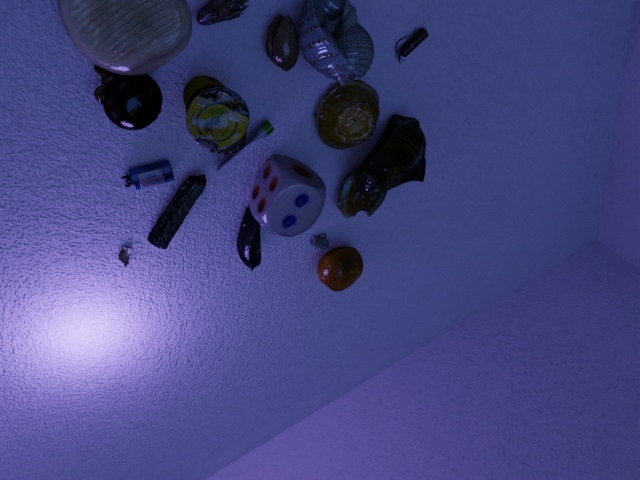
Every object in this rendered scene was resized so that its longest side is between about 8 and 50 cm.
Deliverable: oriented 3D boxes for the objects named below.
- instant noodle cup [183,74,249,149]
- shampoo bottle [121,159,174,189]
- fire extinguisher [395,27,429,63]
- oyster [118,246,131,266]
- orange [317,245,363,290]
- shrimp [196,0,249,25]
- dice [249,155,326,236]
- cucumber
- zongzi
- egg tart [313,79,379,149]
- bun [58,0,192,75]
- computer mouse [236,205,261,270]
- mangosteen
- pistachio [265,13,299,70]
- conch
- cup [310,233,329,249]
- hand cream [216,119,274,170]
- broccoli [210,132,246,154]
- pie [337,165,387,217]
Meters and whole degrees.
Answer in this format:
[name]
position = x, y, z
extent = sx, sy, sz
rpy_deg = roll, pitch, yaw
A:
[instant noodle cup]
position = -0.375, -0.455, 1.594
extent = 0.215, 0.236, 0.216
rpy_deg = -15, 130, -18
[shampoo bottle]
position = -0.648, -0.241, 1.739
extent = 0.182, 0.050, 0.087
rpy_deg = -18, 134, -17
[fire extinguisher]
position = 0.360, -0.795, 1.874
extent = 0.157, 0.045, 0.078
rpy_deg = -42, 106, 7
[oyster]
position = -0.807, 0.066, 1.906
extent = 0.051, 0.034, 0.093
rpy_deg = 2, 114, -49
[orange]
position = 0.096, 0.126, 2.356
extent = 0.249, 0.183, 0.249
rpy_deg = -32, 148, -23
[shrimp]
position = -0.300, -0.767, 1.506
extent = 0.232, 0.079, 0.090
rpy_deg = -32, 96, -6
[dice]
position = -0.138, -0.184, 1.928
extent = 0.243, 0.259, 0.251
rpy_deg = 16, 117, -34
[cucumber]
position = -0.566, -0.127, 1.845
extent = 0.096, 0.096, 0.359
rpy_deg = 22, 111, -39
[zongzi]
position = 0.341, -0.283, 2.103
extent = 0.403, 0.207, 0.432
rpy_deg = -53, 143, -18
[egg tart]
position = 0.131, -0.503, 1.921
extent = 0.314, 0.120, 0.315
rpy_deg = -15, 132, -18
[bun]
position = -0.553, -0.667, 1.353
extent = 0.360, 0.213, 0.361
rpy_deg = -5, 118, -9
[computer mouse]
position = -0.319, -0.006, 2.029
extent = 0.087, 0.168, 0.296
rpy_deg = -8, 126, -21
[mangosteen]
position = -0.629, -0.469, 1.496
extent = 0.230, 0.194, 0.194
rpy_deg = 36, 105, -17
[pistachio]
position = -0.130, -0.692, 1.630
extent = 0.124, 0.124, 0.185
rpy_deg = -7, 124, -24
[conch]
position = 0.035, -0.709, 1.636
extent = 0.302, 0.319, 0.215
rpy_deg = -5, 160, -47
[cup]
position = 0.001, 0.004, 2.291
extent = 0.083, 0.054, 0.075
rpy_deg = 19, 115, -36
[hand cream]
position = -0.299, -0.366, 1.819
extent = 0.275, 0.050, 0.079
rpy_deg = -39, 170, 2
[broccoli]
position = -0.351, -0.384, 1.741
extent = 0.137, 0.146, 0.162
rpy_deg = 37, 90, -4
[pie]
position = 0.203, -0.231, 2.210
extent = 0.302, 0.067, 0.303
rpy_deg = -17, 131, -20
